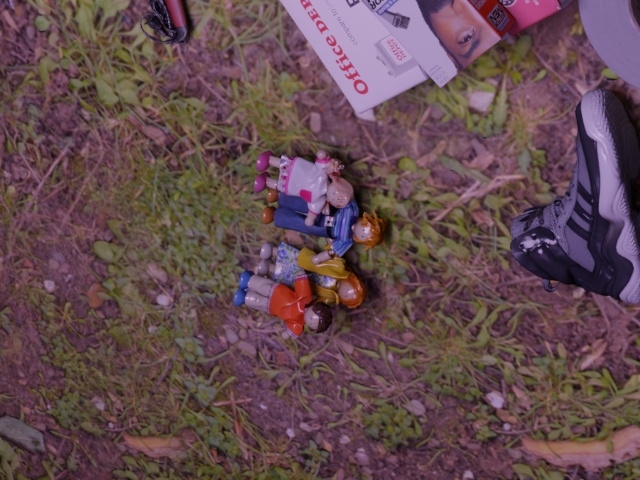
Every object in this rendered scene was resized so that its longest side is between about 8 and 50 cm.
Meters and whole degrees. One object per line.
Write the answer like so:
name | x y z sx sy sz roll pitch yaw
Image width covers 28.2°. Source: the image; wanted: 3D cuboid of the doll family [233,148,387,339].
doll family | 0.000 0.000 1.653 0.163 0.118 0.263 19 110 25

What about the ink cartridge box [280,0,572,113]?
ink cartridge box | 0.108 -0.289 1.373 0.283 0.117 0.207 -25 107 38

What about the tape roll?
tape roll | 0.374 -0.253 1.281 0.219 0.072 0.219 15 128 20

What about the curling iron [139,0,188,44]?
curling iron | -0.214 -0.363 1.556 0.068 0.035 0.274 4 123 26

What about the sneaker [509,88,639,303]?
sneaker | 0.286 -0.042 1.451 0.153 0.101 0.268 -2 122 27

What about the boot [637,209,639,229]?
boot | 0.409 -0.005 1.340 0.094 0.207 0.246 -5 119 31

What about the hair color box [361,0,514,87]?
hair color box | 0.104 -0.249 1.289 0.167 0.053 0.093 46 129 -8
